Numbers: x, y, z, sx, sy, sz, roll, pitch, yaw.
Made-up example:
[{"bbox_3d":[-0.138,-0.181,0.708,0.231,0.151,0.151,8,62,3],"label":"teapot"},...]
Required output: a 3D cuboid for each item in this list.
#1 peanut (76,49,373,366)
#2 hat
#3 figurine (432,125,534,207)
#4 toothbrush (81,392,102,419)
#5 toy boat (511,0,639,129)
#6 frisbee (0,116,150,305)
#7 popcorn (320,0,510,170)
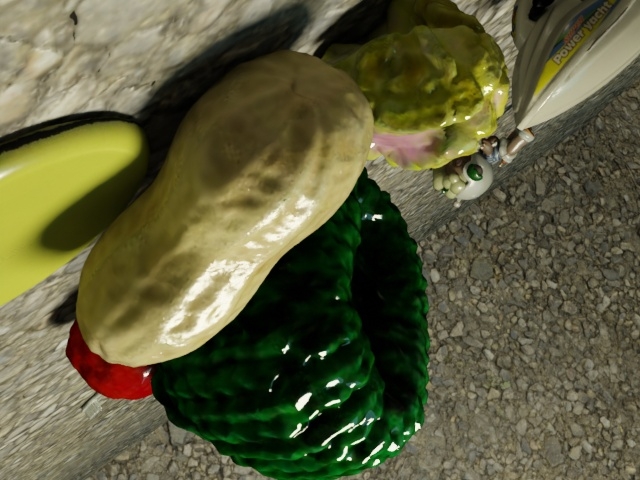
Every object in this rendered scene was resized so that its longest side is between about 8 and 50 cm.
[{"bbox_3d":[-0.071,-0.016,0.600,0.256,0.123,0.123,-48,171,9],"label":"peanut"},{"bbox_3d":[-0.077,0.085,0.808,0.332,0.242,0.274,-18,-136,31],"label":"hat"},{"bbox_3d":[0.280,-0.144,1.588,0.197,0.093,0.147,-49,-170,24],"label":"figurine"},{"bbox_3d":[-0.284,0.195,1.303,0.019,0.025,0.276,-27,168,-48],"label":"toothbrush"},{"bbox_3d":[0.260,-0.225,0.848,0.269,0.141,0.141,-37,172,-6],"label":"toy boat"},{"bbox_3d":[-0.204,0.003,0.565,0.236,0.017,0.236,-37,173,-5],"label":"frisbee"},{"bbox_3d":[0.070,-0.115,0.684,0.145,0.125,0.126,-24,-157,40],"label":"popcorn"}]
